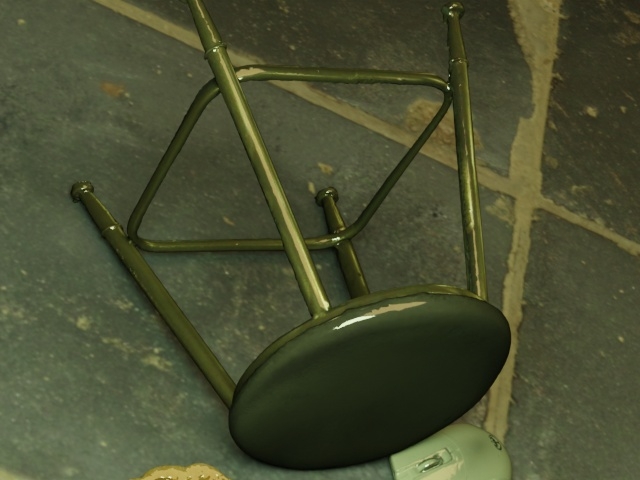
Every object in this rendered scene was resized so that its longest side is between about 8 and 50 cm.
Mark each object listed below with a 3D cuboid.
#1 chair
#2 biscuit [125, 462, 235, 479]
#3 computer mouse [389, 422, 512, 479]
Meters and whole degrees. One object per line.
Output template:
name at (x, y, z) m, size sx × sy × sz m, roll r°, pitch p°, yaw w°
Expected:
chair at (0.000, 0.000, 1.895) m, size 0.361 × 0.365 × 0.410 m, roll 0°, pitch 52°, yaw -32°
biscuit at (-0.141, 0.319, 1.681) m, size 0.181 × 0.049 × 0.208 m, roll -8°, pitch 64°, yaw -17°
computer mouse at (0.147, 0.247, 1.952) m, size 0.181 × 0.056 × 0.089 m, roll -10°, pitch 50°, yaw -38°
